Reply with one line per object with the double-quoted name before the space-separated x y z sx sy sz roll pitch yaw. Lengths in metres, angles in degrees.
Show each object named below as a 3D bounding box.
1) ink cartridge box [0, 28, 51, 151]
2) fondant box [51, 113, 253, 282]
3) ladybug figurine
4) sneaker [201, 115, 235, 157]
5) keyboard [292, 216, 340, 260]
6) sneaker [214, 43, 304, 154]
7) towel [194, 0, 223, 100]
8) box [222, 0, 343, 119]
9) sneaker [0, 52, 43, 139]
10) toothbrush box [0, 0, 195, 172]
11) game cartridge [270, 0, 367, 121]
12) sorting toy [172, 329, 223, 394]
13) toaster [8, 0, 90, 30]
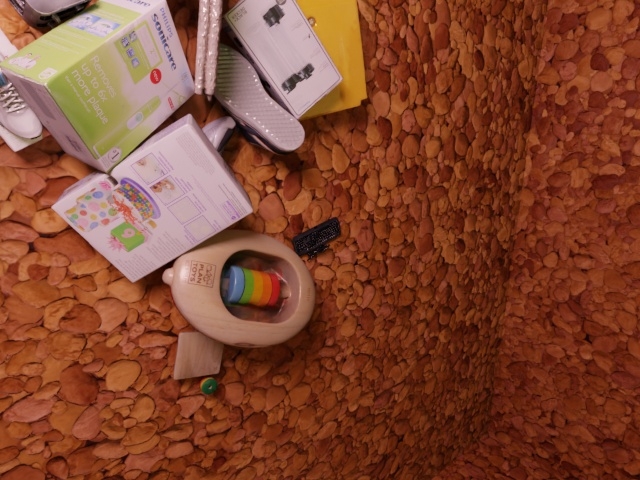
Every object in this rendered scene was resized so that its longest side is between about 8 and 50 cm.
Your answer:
"ink cartridge box" -0.589 -0.282 0.767 0.115 0.067 0.198 -39 125 -24
"fondant box" -0.354 -0.086 0.908 0.330 0.096 0.238 -31 124 2
"ladybug figurine" -0.211 0.130 1.104 0.449 0.162 0.305 21 66 -40
"sneaker" -0.274 -0.173 1.038 0.153 0.101 0.268 41 82 -40
"keyboard" 0.000 0.000 1.349 0.192 0.038 0.100 -28 119 -29
"sneaker" -0.184 -0.342 1.055 0.126 0.127 0.321 -45 101 -16
"towel" -0.226 -0.443 0.846 0.049 0.187 0.282 4 114 -17
"box" -0.094 -0.470 1.021 0.169 0.087 0.290 -44 121 -4
"sneaker" -0.549 -0.263 0.705 0.071 0.083 0.190 -37 125 -27
"toothbrush box" -0.398 -0.308 0.791 0.283 0.122 0.206 -57 161 -28
"game cartridge" -0.019 -0.509 1.123 0.285 0.053 0.323 -19 118 -17
"sorting toy" -0.342 0.301 1.150 0.132 0.046 0.274 4 100 -40
"toaster" -0.504 -0.475 0.712 0.110 0.168 0.185 -44 127 -20
